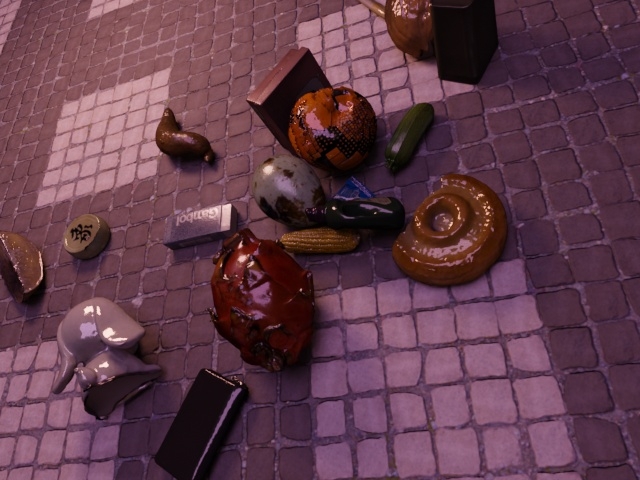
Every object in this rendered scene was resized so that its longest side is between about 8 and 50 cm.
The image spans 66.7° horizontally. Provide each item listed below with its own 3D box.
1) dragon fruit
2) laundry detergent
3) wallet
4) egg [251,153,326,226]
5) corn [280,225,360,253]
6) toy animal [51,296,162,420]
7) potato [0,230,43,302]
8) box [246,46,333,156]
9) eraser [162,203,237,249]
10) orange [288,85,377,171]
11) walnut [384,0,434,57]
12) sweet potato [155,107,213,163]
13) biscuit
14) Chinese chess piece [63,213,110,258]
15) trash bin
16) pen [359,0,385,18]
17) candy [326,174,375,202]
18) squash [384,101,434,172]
[{"bbox_3d":[-0.131,0.134,1.103,0.315,0.250,0.250,42,84,19],"label":"dragon fruit"},{"bbox_3d":[0.076,-0.061,1.137,0.222,0.077,0.144,-1,17,-12],"label":"laundry detergent"},{"bbox_3d":[-0.271,0.418,1.113,0.149,0.044,0.249,15,70,31],"label":"wallet"},{"bbox_3d":[-0.077,-0.122,1.244,0.169,0.169,0.231,-45,61,-6],"label":"egg"},{"bbox_3d":[0.000,0.000,1.210,0.207,0.067,0.067,-5,62,20],"label":"corn"},{"bbox_3d":[-0.557,0.288,1.214,0.289,0.174,0.249,30,77,30],"label":"toy animal"},{"bbox_3d":[-0.936,0.090,1.535,0.261,0.100,0.120,54,129,19],"label":"potato"},{"bbox_3d":[-0.071,-0.383,1.355,0.086,0.215,0.215,29,77,42],"label":"box"},{"bbox_3d":[-0.339,-0.038,1.375,0.213,0.046,0.091,-10,61,16],"label":"eraser"},{"bbox_3d":[0.032,-0.288,1.273,0.235,0.182,0.234,3,64,-6],"label":"orange"},{"bbox_3d":[0.251,-0.630,1.368,0.142,0.203,0.238,9,19,-12],"label":"walnut"},{"bbox_3d":[-0.453,-0.320,1.540,0.124,0.097,0.310,-34,52,-24],"label":"sweet potato"},{"bbox_3d":[0.303,-0.021,1.089,0.213,0.091,0.274,26,73,32],"label":"biscuit"},{"bbox_3d":[-0.725,-0.013,1.506,0.144,0.058,0.143,-9,61,16],"label":"Chinese chess piece"},{"bbox_3d":[0.369,-0.551,1.252,0.122,0.240,0.164,20,73,29],"label":"trash bin"},{"bbox_3d":[0.157,-0.777,1.579,0.040,0.032,0.233,-22,54,-18],"label":"pen"},{"bbox_3d":[0.064,-0.095,1.255,0.136,0.038,0.088,-45,70,3],"label":"candy"},{"bbox_3d":[0.228,-0.273,1.260,0.068,0.077,0.219,25,77,26],"label":"squash"}]
